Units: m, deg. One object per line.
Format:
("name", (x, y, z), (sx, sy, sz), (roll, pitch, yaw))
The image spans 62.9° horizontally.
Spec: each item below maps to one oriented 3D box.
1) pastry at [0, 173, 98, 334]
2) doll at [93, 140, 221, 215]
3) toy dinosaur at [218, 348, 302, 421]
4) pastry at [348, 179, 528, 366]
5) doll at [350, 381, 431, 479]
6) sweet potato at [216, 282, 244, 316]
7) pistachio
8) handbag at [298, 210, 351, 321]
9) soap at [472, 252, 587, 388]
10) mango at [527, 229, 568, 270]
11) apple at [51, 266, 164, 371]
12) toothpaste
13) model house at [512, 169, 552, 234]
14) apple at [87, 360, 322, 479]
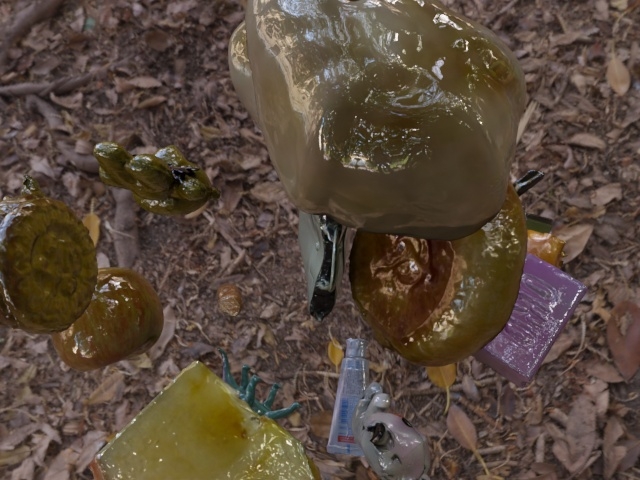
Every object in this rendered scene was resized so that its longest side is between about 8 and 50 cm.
("pastry", (-0.478, 0.038, 0.890), (0.132, 0.239, 0.235), (2, 36, 16))
("doll", (-0.209, -0.090, 0.681), (0.137, 0.209, 0.097), (6, 81, 2))
("toy dinosaur", (-0.259, 0.579, 1.649), (0.384, 0.129, 0.330), (37, 82, -10))
("pastry", (0.184, 0.026, 0.846), (0.164, 0.356, 0.355), (14, 58, -32))
("doll", (0.104, 0.308, 0.819), (0.095, 0.192, 0.149), (-32, 99, -7))
("sweet potato", (-0.330, 0.201, 1.866), (0.097, 0.252, 0.097), (-3, 101, -18))
("pistachio", (0.042, -0.161, 0.624), (0.281, 0.365, 0.445), (-38, 36, -12))
("handbag", (0.000, 0.000, 0.940), (0.110, 0.241, 0.315), (5, 20, 3))
("soap", (0.345, 0.132, 0.888), (0.122, 0.065, 0.203), (33, 71, 20))
("mango", (0.434, 0.099, 1.135), (0.126, 0.154, 0.251), (29, 103, 47))
("apple", (-0.514, 0.177, 1.259), (0.265, 0.264, 0.264), (-4, 64, 8))
("toothpaste", (0.067, 0.326, 1.101), (0.090, 0.057, 0.234), (-2, 63, 21))
("model house", (0.511, -0.059, 1.351), (0.219, 0.278, 0.204), (9, 49, -35))
("apple", (-0.160, 0.360, 0.808), (0.309, 0.314, 0.252), (44, 89, 2))
